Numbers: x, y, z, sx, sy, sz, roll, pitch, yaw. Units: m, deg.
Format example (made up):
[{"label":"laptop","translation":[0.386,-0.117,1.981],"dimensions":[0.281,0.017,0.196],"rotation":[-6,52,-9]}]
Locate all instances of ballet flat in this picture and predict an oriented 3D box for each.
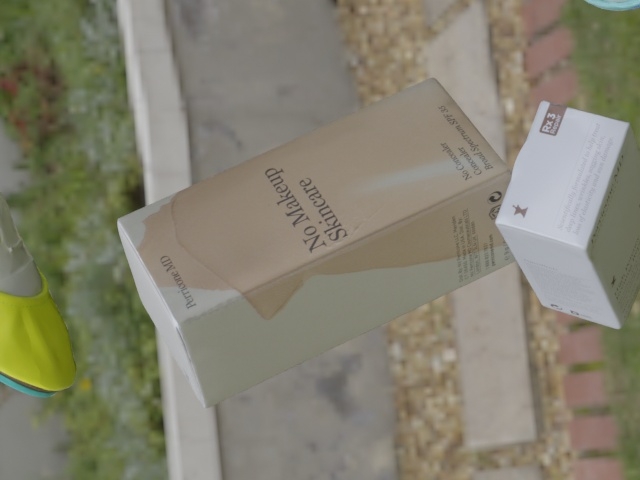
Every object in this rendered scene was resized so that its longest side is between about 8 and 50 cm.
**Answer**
[{"label":"ballet flat","translation":[-0.210,-0.011,0.926],"dimensions":[0.077,0.231,0.077],"rotation":[-52,1,20]}]

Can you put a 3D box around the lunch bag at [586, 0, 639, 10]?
[{"label":"lunch bag","translation":[0.168,-0.277,0.928],"dimensions":[0.279,0.224,0.108],"rotation":[53,-156,-5]}]

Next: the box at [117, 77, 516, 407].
[{"label":"box","translation":[0.000,0.000,1.518],"dimensions":[0.148,0.311,0.121],"rotation":[54,165,38]}]

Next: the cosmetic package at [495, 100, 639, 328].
[{"label":"cosmetic package","translation":[0.225,-0.017,1.505],"dimensions":[0.117,0.085,0.231],"rotation":[-69,-21,-11]}]
